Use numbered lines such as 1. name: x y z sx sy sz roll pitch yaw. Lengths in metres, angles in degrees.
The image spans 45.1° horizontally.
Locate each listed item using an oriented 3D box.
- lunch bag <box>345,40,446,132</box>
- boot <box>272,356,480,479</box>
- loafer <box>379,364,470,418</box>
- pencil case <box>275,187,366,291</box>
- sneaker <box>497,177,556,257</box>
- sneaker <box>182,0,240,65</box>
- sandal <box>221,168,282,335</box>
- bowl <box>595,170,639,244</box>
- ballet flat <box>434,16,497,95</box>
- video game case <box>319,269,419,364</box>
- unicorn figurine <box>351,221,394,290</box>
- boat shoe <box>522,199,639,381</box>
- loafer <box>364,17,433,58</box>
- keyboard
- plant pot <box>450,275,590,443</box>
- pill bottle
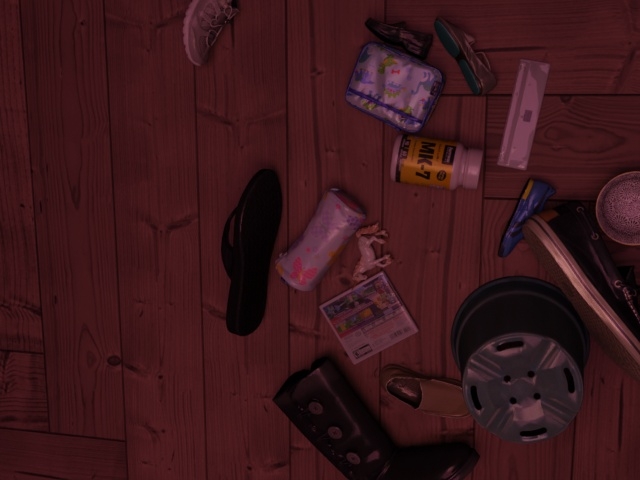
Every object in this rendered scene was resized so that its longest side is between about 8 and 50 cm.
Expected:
1. lunch bag: 0.180 -0.366 1.861 0.219 0.090 0.176 28 109 8
2. boot: 0.136 0.478 1.993 0.367 0.146 0.445 -38 87 25
3. loafer: 0.276 0.399 1.979 0.269 0.092 0.101 13 103 11
4. pencil case: 0.000 0.000 1.960 0.124 0.113 0.273 44 108 23
5. sneaker: 0.496 -0.044 1.855 0.082 0.069 0.209 24 105 4
6. sneaker: -0.262 -0.568 1.917 0.115 0.105 0.281 19 104 10
7. sandal: -0.201 0.029 1.994 0.107 0.168 0.445 17 104 28
8. bowl: 0.722 -0.080 1.787 0.170 0.080 0.170 3 102 13
9. ballet flat: 0.346 -0.444 1.825 0.068 0.072 0.213 -32 93 -10
10. video game case: 0.126 0.202 2.014 0.201 0.023 0.183 -30 93 18
11. unicorn figurine: 0.127 0.041 1.971 0.111 0.060 0.161 -11 82 16
12. boat shoe: 0.662 0.124 1.759 0.156 0.187 0.500 -34 84 -4
13. loafer: 0.189 -0.498 1.851 0.170 0.062 0.061 26 97 -2
14. keyboard: 0.484 -0.299 1.840 0.072 0.014 0.256 11 103 6
15. plant pot: 0.464 0.286 1.788 0.341 0.334 0.341 3 102 12
16. pill bottle: 0.279 -0.185 1.854 0.209 0.119 0.119 9 102 11
